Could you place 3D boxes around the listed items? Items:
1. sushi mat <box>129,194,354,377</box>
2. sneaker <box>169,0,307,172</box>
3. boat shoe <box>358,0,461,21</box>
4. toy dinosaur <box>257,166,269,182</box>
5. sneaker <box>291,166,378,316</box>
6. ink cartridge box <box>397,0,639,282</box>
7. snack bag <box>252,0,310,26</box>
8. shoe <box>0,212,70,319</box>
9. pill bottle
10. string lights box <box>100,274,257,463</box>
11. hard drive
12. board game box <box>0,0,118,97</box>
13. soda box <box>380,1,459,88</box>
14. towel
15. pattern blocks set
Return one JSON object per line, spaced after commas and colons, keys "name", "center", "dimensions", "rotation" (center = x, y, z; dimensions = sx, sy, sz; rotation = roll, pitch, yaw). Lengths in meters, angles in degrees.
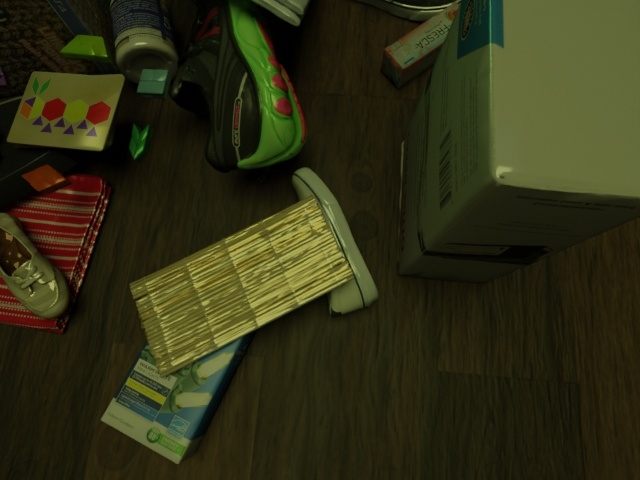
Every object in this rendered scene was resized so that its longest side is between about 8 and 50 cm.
{"name": "sushi mat", "center": [-0.120, 0.061, 0.627], "dimensions": [0.316, 0.019, 0.151], "rotation": [-27, 75, -5]}
{"name": "sneaker", "center": [-0.183, -0.327, 0.739], "dimensions": [0.202, 0.185, 0.483], "rotation": [-24, 64, 9]}
{"name": "boat shoe", "center": [0.151, -0.536, 0.840], "dimensions": [0.306, 0.105, 0.113], "rotation": [23, 75, 7]}
{"name": "toy dinosaur", "center": [-0.102, -0.152, 0.748], "dimensions": [0.047, 0.090, 0.082], "rotation": [40, 39, 12]}
{"name": "sneaker", "center": [0.000, 0.000, 0.690], "dimensions": [0.091, 0.094, 0.258], "rotation": [-24, 76, -11]}
{"name": "ink cartridge box", "center": [0.226, -0.120, 0.570], "dimensions": [0.166, 0.395, 0.286], "rotation": [6, 74, 0]}
{"name": "snack bag", "center": [-0.156, -0.503, 0.688], "dimensions": [0.342, 0.037, 0.323], "rotation": [25, 44, -17]}
{"name": "shoe", "center": [-0.480, 0.037, 0.669], "dimensions": [0.076, 0.058, 0.219], "rotation": [-42, 77, -7]}
{"name": "pill bottle", "center": [-0.335, -0.403, 0.800], "dimensions": [0.112, 0.112, 0.187], "rotation": [-13, 74, -3]}
{"name": "string lights box", "center": [-0.194, 0.176, 0.648], "dimensions": [0.133, 0.077, 0.260], "rotation": [23, 75, 9]}
{"name": "hard drive", "center": [-0.571, -0.140, 0.724], "dimensions": [0.254, 0.054, 0.172], "rotation": [-29, 75, -5]}
{"name": "board game box", "center": [-0.555, -0.391, 0.736], "dimensions": [0.290, 0.232, 0.141], "rotation": [-14, 75, -3]}
{"name": "soda box", "center": [0.205, -0.375, 0.814], "dimensions": [0.183, 0.063, 0.058], "rotation": [-36, 77, -9]}
{"name": "towel", "center": [-0.491, 0.007, 0.724], "dimensions": [0.198, 0.031, 0.275], "rotation": [9, 74, 4]}
{"name": "pattern blocks set", "center": [-0.415, -0.211, 0.692], "dimensions": [0.324, 0.026, 0.286], "rotation": [14, 76, 9]}
